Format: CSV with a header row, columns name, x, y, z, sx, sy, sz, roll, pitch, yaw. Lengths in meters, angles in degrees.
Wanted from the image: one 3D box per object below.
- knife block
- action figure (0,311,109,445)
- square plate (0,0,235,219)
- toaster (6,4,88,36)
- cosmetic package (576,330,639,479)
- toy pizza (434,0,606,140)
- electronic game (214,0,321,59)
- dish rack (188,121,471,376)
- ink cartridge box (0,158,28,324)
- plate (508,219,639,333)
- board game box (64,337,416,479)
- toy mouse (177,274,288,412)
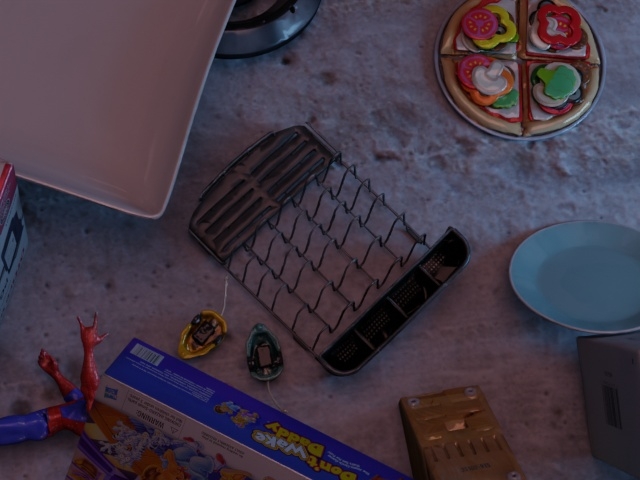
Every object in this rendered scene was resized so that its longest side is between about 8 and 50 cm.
name,x,y,z,sx,sy,sz,roll,pitch,yaw
knife block,0.156,0.315,1.610,0.088,0.242,0.276,-8,27,-8
action figure,-0.307,0.156,1.615,0.280,0.091,0.139,-7,84,-6
square plate,-0.280,-0.211,1.649,0.344,0.049,0.347,16,67,1
toaster,-0.347,-0.189,1.724,0.168,0.110,0.186,16,71,3
cosmetic package,0.402,0.155,1.581,0.224,0.224,0.138,-8,91,-5
toy pizza,0.232,-0.211,1.809,0.201,0.032,0.201,1,71,-3
electronic game,-0.109,-0.308,1.811,0.229,0.048,0.229,3,64,-6
dish rack,0.000,0.000,1.701,0.271,0.074,0.208,44,73,11
ink cartridge box,-0.372,0.025,1.584,0.100,0.237,0.172,16,71,-1
plate,0.297,0.044,1.696,0.188,0.024,0.188,-1,38,1
board game box,-0.077,0.276,1.525,0.347,0.233,0.078,26,29,5
toy mouse,-0.091,0.142,1.669,0.143,0.031,0.161,35,73,9
